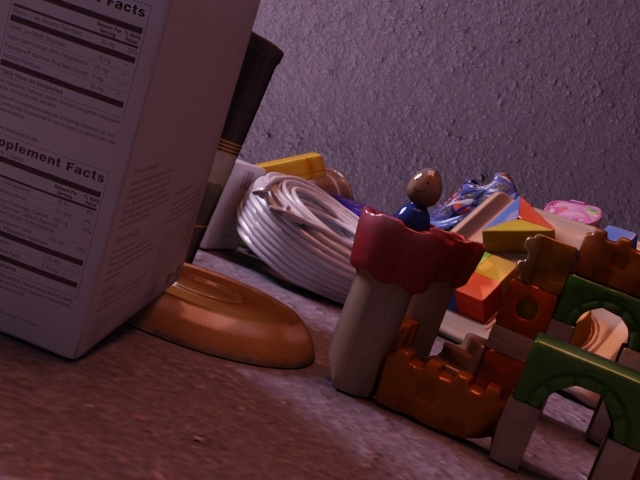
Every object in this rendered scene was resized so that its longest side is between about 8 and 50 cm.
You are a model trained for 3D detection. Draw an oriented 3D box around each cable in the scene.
[{"bbox_3d":[0.000,0.000,1.243,0.257,0.089,0.257,34,14,-7],"label":"cable"}]

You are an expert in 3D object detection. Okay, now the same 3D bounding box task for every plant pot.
[{"bbox_3d":[-0.111,0.056,0.801,0.236,0.032,0.236,20,5,-2],"label":"plant pot"},{"bbox_3d":[-0.040,-0.086,1.918,0.167,0.166,0.165,24,14,34],"label":"plant pot"}]

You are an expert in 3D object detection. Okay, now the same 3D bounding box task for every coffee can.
[{"bbox_3d":[-0.186,-0.123,0.954,0.202,0.275,0.201,23,6,-3],"label":"coffee can"}]

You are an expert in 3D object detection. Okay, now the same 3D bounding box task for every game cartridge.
[{"bbox_3d":[-0.139,-0.106,1.532,0.286,0.052,0.323,-12,8,-1],"label":"game cartridge"}]

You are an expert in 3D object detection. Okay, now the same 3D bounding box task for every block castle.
[{"bbox_3d":[0.258,0.098,0.790,0.454,0.212,0.303,22,5,17],"label":"block castle"}]

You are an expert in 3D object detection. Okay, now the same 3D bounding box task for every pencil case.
[{"bbox_3d":[0.508,0.059,1.787,0.124,0.284,0.124,-2,27,1],"label":"pencil case"}]

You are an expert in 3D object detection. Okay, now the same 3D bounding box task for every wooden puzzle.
[{"bbox_3d":[0.324,0.051,1.250,0.348,0.080,0.322,26,50,34],"label":"wooden puzzle"}]

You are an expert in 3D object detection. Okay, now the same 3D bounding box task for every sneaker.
[{"bbox_3d":[0.278,-0.068,1.602,0.221,0.087,0.083,-15,-12,39],"label":"sneaker"}]

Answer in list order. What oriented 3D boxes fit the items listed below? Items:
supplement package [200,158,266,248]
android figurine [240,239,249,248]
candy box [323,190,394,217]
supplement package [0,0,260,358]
[{"bbox_3d":[-0.231,-0.091,1.287,0.244,0.133,0.139,22,5,14],"label":"supplement package"},{"bbox_3d":[-0.070,-0.004,1.463,0.273,0.056,0.248,19,5,2],"label":"android figurine"},{"bbox_3d":[0.096,0.000,1.679,0.268,0.122,0.317,15,9,-38],"label":"candy box"},{"bbox_3d":[-0.189,-0.095,0.619,0.198,0.262,0.199,20,16,6],"label":"supplement package"}]
